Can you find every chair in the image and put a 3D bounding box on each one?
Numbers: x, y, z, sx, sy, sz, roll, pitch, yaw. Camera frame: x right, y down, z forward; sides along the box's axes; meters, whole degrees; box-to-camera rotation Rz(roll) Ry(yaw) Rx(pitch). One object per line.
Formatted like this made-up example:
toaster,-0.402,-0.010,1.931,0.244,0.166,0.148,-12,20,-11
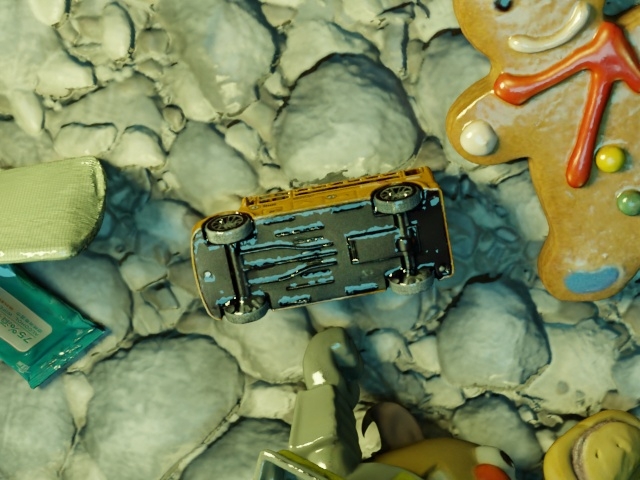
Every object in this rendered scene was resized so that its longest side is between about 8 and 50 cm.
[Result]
chair,-0.340,-0.041,1.153,0.319,0.160,0.186,-18,115,11

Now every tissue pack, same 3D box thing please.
tissue pack,-0.251,0.054,1.268,0.085,0.028,0.138,-37,114,18

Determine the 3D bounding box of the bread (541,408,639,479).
bread,0.217,0.255,1.311,0.081,0.134,0.225,19,117,27

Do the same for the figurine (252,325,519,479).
figurine,0.062,0.236,1.222,0.167,0.285,0.342,-7,91,30

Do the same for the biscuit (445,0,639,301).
biscuit,0.199,-0.098,1.193,0.205,0.049,0.324,-21,111,10

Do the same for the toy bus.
toy bus,0.000,0.000,1.211,0.195,0.088,0.083,-10,114,2
